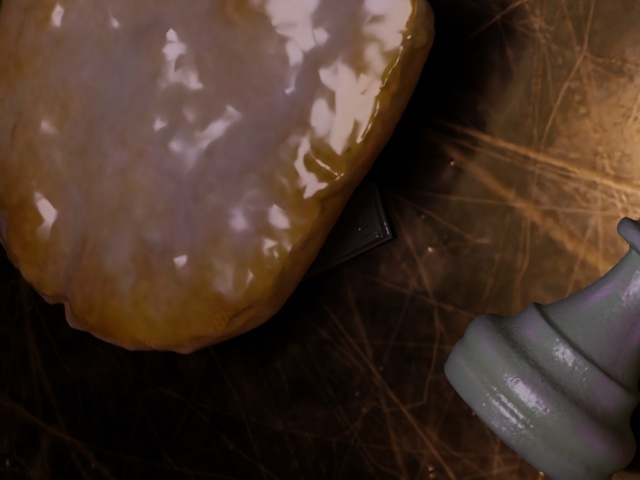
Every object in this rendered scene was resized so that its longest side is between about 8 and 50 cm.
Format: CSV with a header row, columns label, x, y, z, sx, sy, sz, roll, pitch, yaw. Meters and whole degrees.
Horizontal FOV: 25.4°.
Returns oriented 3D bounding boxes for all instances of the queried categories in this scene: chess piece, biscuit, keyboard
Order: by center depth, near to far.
label,x,y,z,sx,sy,sz,roll,pitch,yaw
chess piece,0.214,0.026,0.931,0.271,0.139,0.139,-51,61,10
keyboard,0.000,0.000,1.139,0.129,0.015,0.049,-27,68,32
biscuit,-0.120,-0.126,1.172,0.429,0.104,0.446,32,107,31

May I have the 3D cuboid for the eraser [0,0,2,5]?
label,x,y,z,sx,sy,sz,roll,pitch,yaw
eraser,-0.264,-0.263,1.330,0.052,0.029,0.122,37,109,31
